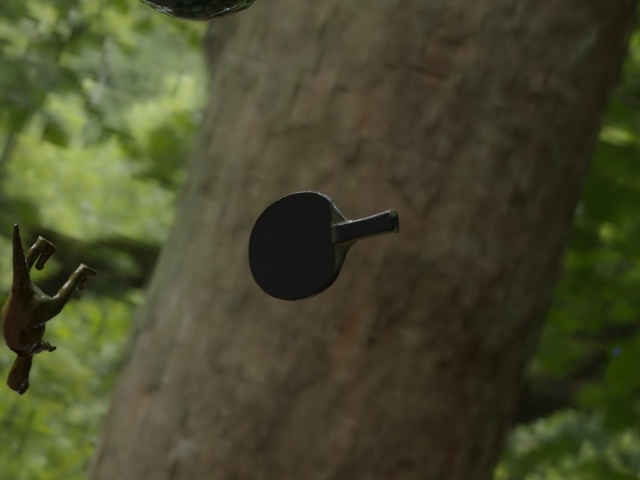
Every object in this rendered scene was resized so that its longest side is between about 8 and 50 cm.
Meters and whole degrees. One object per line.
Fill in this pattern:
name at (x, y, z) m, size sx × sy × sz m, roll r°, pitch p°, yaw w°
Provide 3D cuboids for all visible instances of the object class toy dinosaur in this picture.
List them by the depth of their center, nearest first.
toy dinosaur at (-0.243, 0.057, 1.574) m, size 0.039 × 0.126 × 0.162 m, roll 28°, pitch -3°, yaw 22°

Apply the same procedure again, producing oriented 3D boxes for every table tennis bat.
table tennis bat at (0.000, 0.000, 1.694) m, size 0.158 × 0.095 × 0.014 m, roll -14°, pitch -17°, yaw 34°

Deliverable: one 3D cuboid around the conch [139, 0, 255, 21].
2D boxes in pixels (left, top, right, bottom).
conch at (-0.060, -0.258, 1.302) m, size 0.277 × 0.195 × 0.220 m, roll -30°, pitch 7°, yaw -30°
